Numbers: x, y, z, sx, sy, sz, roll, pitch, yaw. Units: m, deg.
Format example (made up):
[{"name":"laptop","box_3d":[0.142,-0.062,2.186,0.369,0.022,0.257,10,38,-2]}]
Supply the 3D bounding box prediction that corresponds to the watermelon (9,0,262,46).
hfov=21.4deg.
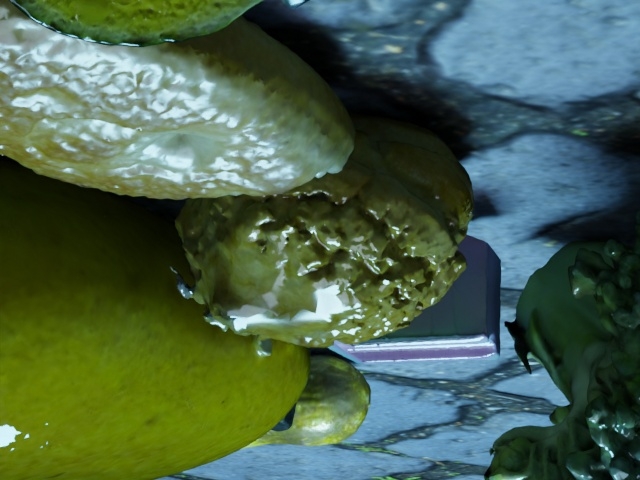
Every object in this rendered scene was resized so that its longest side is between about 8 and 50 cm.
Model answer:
[{"name":"watermelon","box_3d":[-0.095,-0.129,0.738,0.181,0.075,0.092,20,151,-38]}]

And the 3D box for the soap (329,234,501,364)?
[{"name":"soap","box_3d":[0.047,0.031,1.150,0.149,0.100,0.056,-3,158,18]}]

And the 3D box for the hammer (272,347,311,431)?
[{"name":"hammer","box_3d":[-0.185,0.082,1.363,0.365,0.111,0.043,4,161,18]}]

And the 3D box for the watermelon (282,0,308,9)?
[{"name":"watermelon","box_3d":[-0.079,-0.195,0.285,0.283,0.250,0.292,19,153,-29]}]

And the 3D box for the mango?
[{"name":"mango","box_3d":[-0.199,0.062,1.123,0.445,0.221,0.301,4,157,-34]}]

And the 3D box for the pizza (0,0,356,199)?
[{"name":"pizza","box_3d":[-0.146,-0.089,0.867,0.365,0.074,0.182,11,158,-24]}]

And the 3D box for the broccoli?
[{"name":"broccoli","box_3d":[0.262,0.109,1.101,0.324,0.334,0.272,31,-172,-13]}]

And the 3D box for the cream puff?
[{"name":"cream puff","box_3d":[0.000,0.000,1.026,0.189,0.129,0.189,1,158,1]}]

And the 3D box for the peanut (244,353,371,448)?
[{"name":"peanut","box_3d":[-0.055,0.147,1.531,0.206,0.087,0.087,-5,160,15]}]
